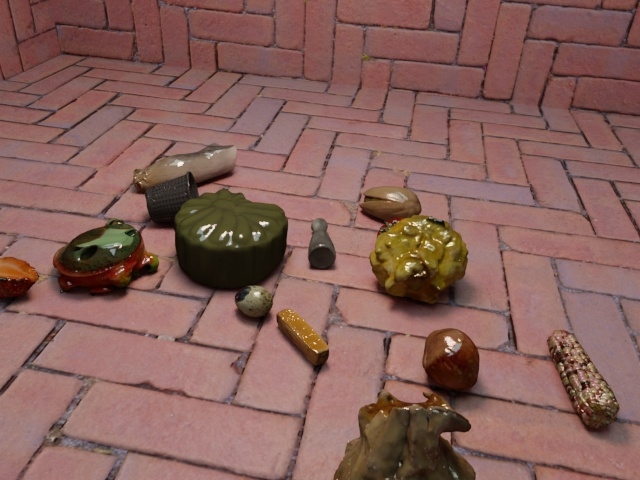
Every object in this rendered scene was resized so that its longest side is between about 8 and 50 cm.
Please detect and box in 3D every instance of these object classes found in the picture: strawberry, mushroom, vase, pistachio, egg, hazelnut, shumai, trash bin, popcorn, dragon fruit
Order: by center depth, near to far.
[{"bbox_3d":[0.157,0.409,1.007,0.313,0.263,0.267,-25,42,-34],"label":"shumai"},{"bbox_3d":[0.318,0.283,1.332,0.143,0.143,0.154,3,17,0],"label":"hazelnut"},{"bbox_3d":[-0.181,0.163,1.501,0.110,0.085,0.085,14,35,21],"label":"egg"},{"bbox_3d":[-0.866,0.107,1.524,0.192,0.085,0.140,-2,26,-18],"label":"strawberry"},{"bbox_3d":[0.284,0.055,1.601,0.286,0.215,0.252,-1,66,-4],"label":"popcorn"},{"bbox_3d":[-0.623,0.044,1.611,0.294,0.130,0.268,-6,30,-13],"label":"dragon fruit"},{"bbox_3d":[0.000,0.000,1.775,0.086,0.086,0.214,1,29,-4],"label":"vase"},{"bbox_3d":[0.250,-0.009,1.792,0.131,0.148,0.131,-7,68,19],"label":"strawberry"},{"bbox_3d":[-0.493,-0.128,1.861,0.160,0.176,0.175,-13,35,-2],"label":"trash bin"},{"bbox_3d":[0.245,-0.127,1.956,0.225,0.136,0.136,12,34,26],"label":"pistachio"},{"bbox_3d":[-0.508,-0.274,2.099,0.396,0.126,0.177,-26,34,-36],"label":"mushroom"}]

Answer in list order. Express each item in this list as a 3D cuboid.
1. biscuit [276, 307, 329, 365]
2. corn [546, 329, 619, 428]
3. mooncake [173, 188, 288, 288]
[{"bbox_3d":[-0.047,0.245,1.418,0.052,0.056,0.188,-17,37,-31],"label":"biscuit"},{"bbox_3d":[0.622,0.326,1.335,0.092,0.092,0.281,3,29,-1],"label":"corn"},{"bbox_3d":[-0.277,-0.018,1.680,0.350,0.188,0.351,4,35,-3],"label":"mooncake"}]
